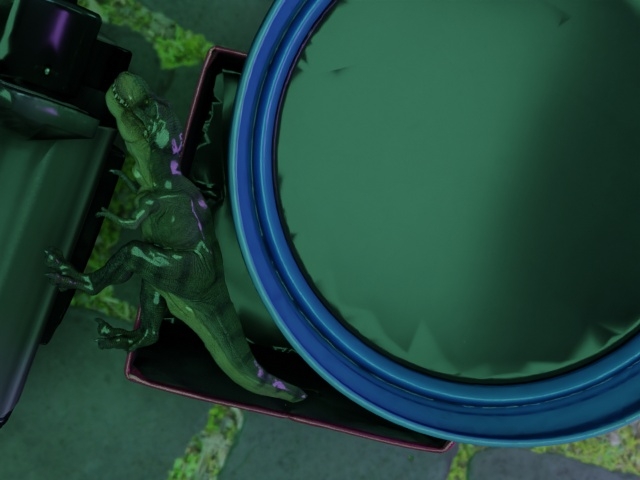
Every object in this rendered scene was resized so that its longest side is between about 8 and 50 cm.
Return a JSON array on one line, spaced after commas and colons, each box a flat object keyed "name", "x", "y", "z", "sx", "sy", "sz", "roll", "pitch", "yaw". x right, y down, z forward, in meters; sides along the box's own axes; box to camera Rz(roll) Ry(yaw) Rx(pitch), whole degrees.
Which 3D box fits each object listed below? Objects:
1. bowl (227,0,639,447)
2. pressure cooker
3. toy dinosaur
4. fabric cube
[{"name": "bowl", "x": 0.131, "y": -0.056, "z": 0.884, "sx": 0.391, "sy": 0.077, "sz": 0.391, "roll": 0, "pitch": 96, "yaw": -5}, {"name": "pressure cooker", "x": -0.340, "y": -0.084, "z": 0.957, "sx": 0.369, "sy": 0.375, "sz": 0.421, "roll": 20, "pitch": 94, "yaw": -3}, {"name": "toy dinosaur", "x": -0.110, "y": 0.025, "z": 0.863, "sx": 0.118, "sy": 0.064, "sz": 0.268, "roll": -20, "pitch": 115, "yaw": 5}, {"name": "fabric cube", "x": 0.000, "y": 0.000, "z": 1.047, "sx": 0.259, "sy": 0.258, "sz": 0.254, "roll": 15, "pitch": 93, "yaw": -5}]
